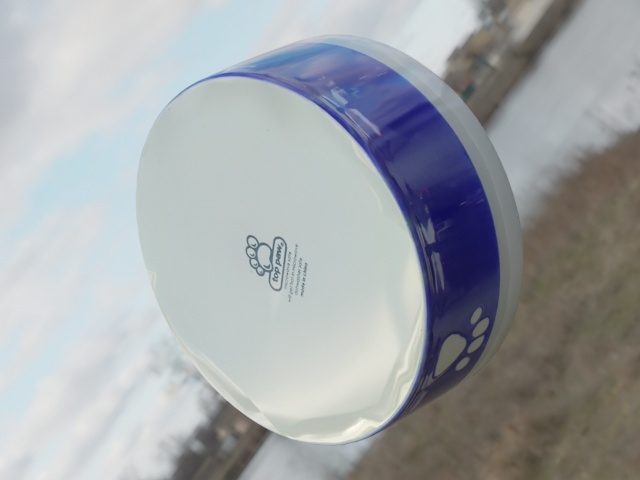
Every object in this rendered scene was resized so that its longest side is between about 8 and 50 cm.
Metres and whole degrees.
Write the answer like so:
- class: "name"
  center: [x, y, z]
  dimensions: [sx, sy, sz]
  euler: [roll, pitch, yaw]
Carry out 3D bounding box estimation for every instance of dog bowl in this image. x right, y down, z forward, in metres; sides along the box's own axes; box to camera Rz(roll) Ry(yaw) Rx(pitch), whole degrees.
- class: "dog bowl"
  center: [0.000, 0.000, 1.034]
  dimensions: [0.104, 0.265, 0.265]
  euler: [-26, -22, -44]
